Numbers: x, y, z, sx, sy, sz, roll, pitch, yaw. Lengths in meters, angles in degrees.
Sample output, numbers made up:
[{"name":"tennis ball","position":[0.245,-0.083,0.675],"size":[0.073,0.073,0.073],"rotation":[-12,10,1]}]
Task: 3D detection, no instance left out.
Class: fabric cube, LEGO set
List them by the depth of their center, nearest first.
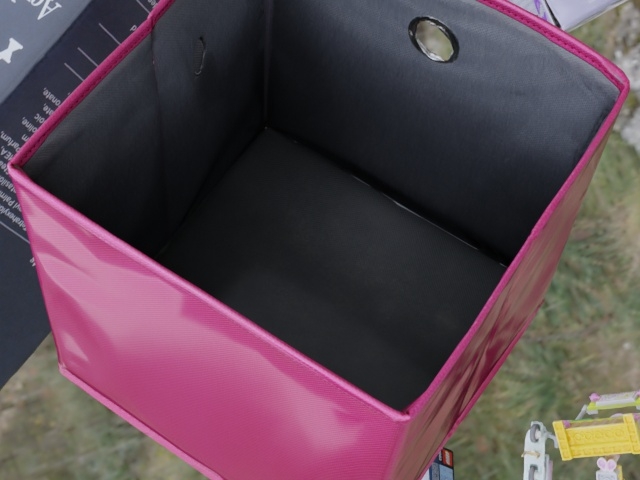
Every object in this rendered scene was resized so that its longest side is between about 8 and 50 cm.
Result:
[{"name":"fabric cube","position":[0.000,0.000,0.849],"size":[0.254,0.259,0.258],"rotation":[31,153,14]},{"name":"LEGO set","position":[0.373,0.238,1.548],"size":[0.287,0.107,0.132],"rotation":[13,112,23]}]

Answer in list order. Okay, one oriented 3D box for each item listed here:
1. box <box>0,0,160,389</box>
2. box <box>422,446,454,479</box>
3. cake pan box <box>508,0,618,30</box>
[{"name":"box","position":[-0.275,-0.128,1.137],"size":[0.293,0.212,0.395],"rotation":[37,86,35]},{"name":"box","position":[0.036,0.313,1.426],"size":[0.233,0.044,0.159],"rotation":[-24,54,37]},{"name":"cake pan box","position":[0.312,-0.280,1.417],"size":[0.070,0.245,0.267],"rotation":[59,-179,-2]}]
